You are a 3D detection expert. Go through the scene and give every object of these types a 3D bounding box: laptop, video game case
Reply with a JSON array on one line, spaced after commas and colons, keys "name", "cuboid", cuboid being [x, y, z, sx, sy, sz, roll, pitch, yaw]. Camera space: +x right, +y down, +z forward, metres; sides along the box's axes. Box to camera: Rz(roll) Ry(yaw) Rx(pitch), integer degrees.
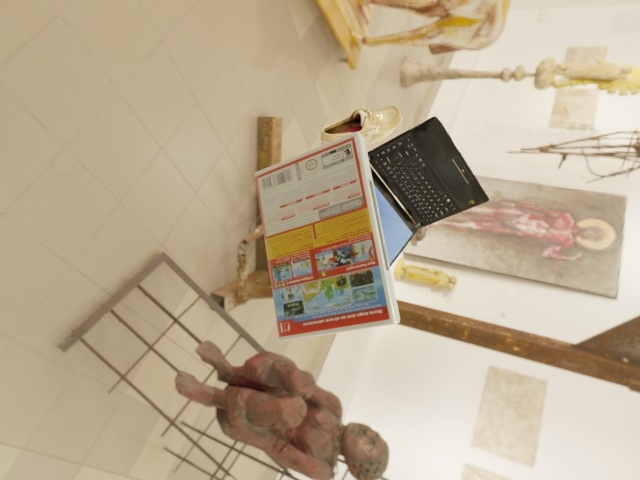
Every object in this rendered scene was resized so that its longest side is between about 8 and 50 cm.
[{"name": "laptop", "cuboid": [0.176, -0.075, 0.932, 0.234, 0.264, 0.136, 47, 37, -28]}, {"name": "video game case", "cuboid": [0.000, 0.000, 0.700, 0.025, 0.204, 0.285, 7, 71, -58]}]

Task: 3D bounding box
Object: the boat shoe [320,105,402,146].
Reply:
[{"name": "boat shoe", "cuboid": [0.077, -0.213, 0.841, 0.170, 0.063, 0.059, -28, 143, -10]}]
